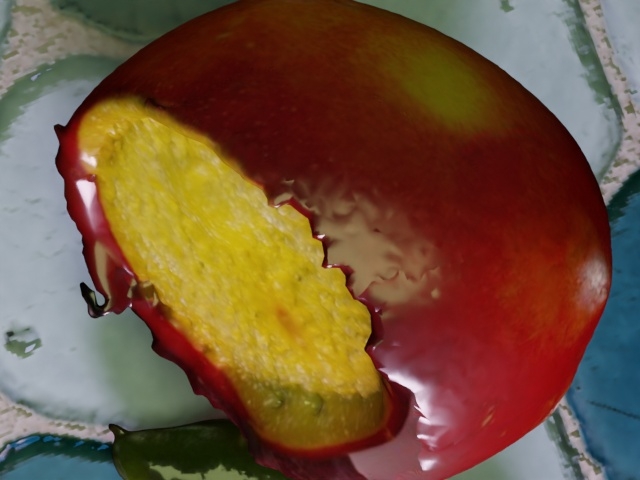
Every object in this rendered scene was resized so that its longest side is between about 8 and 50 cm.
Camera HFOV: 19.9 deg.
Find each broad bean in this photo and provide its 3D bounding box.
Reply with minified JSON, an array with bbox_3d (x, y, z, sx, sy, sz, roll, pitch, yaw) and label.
[{"bbox_3d":[0.018,0.133,0.840,0.254,0.046,0.065,26,100,-15],"label":"broad bean"}]

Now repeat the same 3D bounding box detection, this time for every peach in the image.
[{"bbox_3d":[0.000,0.000,0.754,0.226,0.190,0.196,13,100,-21],"label":"peach"}]
